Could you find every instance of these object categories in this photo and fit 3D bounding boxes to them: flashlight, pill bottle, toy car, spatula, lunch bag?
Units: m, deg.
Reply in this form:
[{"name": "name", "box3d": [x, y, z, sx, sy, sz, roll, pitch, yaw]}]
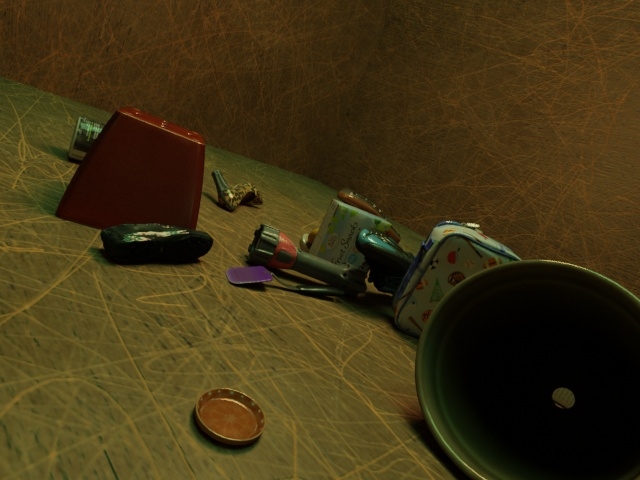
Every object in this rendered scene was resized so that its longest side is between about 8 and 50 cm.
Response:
[{"name": "flashlight", "box3d": [-0.031, 0.057, 1.050, 0.304, 0.103, 0.103, 23, 56, -21]}, {"name": "pill bottle", "box3d": [-0.623, -0.276, 1.267, 0.246, 0.130, 0.130, 15, 15, -34]}, {"name": "toy car", "box3d": [0.040, 0.017, 1.284, 0.182, 0.159, 0.136, 5, 57, -57]}, {"name": "spatula", "box3d": [-0.069, 0.098, 0.939, 0.297, 0.030, 0.084, 16, 12, -30]}, {"name": "lunch bag", "box3d": [0.315, 0.106, 0.980, 0.243, 0.303, 0.115, 24, 21, -4]}]

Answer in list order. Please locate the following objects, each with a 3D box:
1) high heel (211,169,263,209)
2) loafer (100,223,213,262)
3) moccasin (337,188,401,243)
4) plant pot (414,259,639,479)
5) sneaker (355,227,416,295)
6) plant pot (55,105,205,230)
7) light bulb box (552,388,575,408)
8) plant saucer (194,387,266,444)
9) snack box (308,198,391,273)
[{"name": "high heel", "box3d": [-0.283, -0.139, 1.515, 0.261, 0.093, 0.186, 28, 27, -50]}, {"name": "loafer", "box3d": [-0.310, -0.002, 0.806, 0.078, 0.076, 0.223, 40, 22, 29]}, {"name": "moccasin", "box3d": [0.182, -0.070, 1.673, 0.380, 0.147, 0.139, 43, 0, -45]}, {"name": "plant pot", "box3d": [0.353, 0.228, 0.642, 0.280, 0.323, 0.323, 36, 0, -45]}, {"name": "sneaker", "box3d": [0.182, 0.079, 1.098, 0.341, 0.139, 0.125, 33, 17, -47]}, {"name": "plant pot", "box3d": [-0.392, -0.157, 0.942, 0.267, 0.235, 0.267, 19, 13, -23]}, {"name": "light bulb box", "box3d": [0.620, 0.248, 1.126, 0.361, 0.225, 0.358, 31, 15, 32]}, {"name": "plant saucer", "box3d": [-0.104, 0.202, 0.473, 0.084, 0.013, 0.083, 22, 13, -5]}, {"name": "snack box", "box3d": [0.074, 0.010, 1.161, 0.175, 0.206, 0.070, 20, 13, -23]}]
